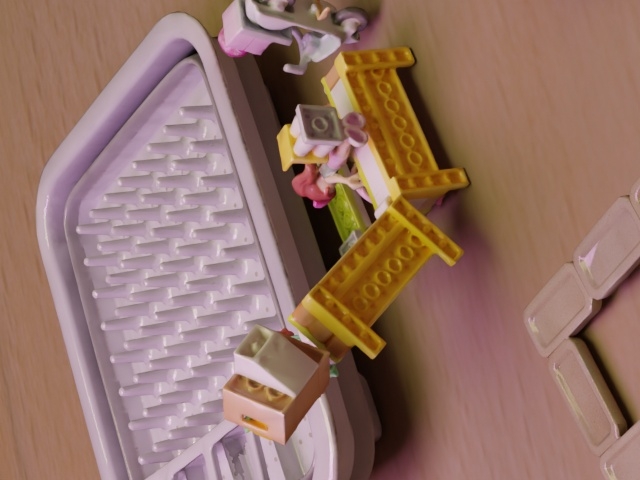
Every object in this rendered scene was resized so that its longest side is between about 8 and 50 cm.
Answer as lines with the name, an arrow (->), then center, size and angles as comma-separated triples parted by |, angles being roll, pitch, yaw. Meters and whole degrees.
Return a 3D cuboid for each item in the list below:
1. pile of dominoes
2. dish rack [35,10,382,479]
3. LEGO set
pile of dominoes -> 0.199, 0.050, 0.772 | 0.196, 0.040, 0.251 | 66, 149, 23
dish rack -> -0.073, 0.051, 1.101 | 0.285, 0.072, 0.333 | -42, 61, 50
LEGO set -> 0.000, 0.000, 0.943 | 0.107, 0.132, 0.287 | 129, 148, -51
